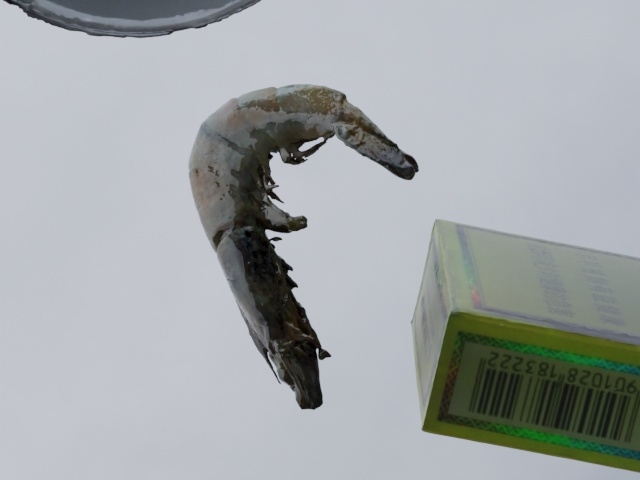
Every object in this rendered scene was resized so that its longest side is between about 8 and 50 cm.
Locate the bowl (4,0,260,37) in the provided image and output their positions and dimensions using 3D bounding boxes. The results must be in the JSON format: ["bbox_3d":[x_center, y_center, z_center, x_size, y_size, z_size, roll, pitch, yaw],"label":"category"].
[{"bbox_3d":[-0.063,-0.174,0.748,0.189,0.189,0.086,-54,0,17],"label":"bowl"}]

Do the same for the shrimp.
[{"bbox_3d":[0.002,-0.001,1.188,0.148,0.195,0.035,-19,4,26],"label":"shrimp"}]

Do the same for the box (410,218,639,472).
[{"bbox_3d":[0.155,0.055,0.901,0.141,0.220,0.064,-86,10,-74],"label":"box"}]
